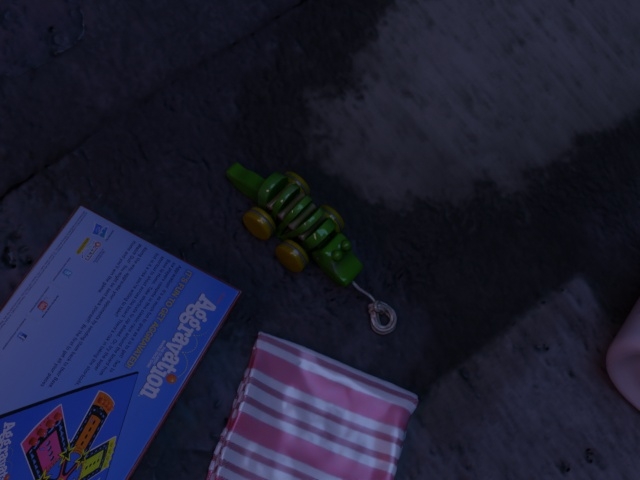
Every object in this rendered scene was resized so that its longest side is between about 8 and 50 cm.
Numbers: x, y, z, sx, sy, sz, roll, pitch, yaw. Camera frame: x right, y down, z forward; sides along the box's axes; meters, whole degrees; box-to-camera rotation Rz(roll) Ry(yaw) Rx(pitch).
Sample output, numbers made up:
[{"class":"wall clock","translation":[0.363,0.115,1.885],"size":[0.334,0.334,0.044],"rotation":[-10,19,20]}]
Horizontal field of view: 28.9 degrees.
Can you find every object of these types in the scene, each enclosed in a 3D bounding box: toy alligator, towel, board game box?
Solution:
[{"class":"toy alligator","translation":[0.000,0.000,0.999],"size":[0.190,0.051,0.056],"rotation":[44,65,0]},{"class":"towel","translation":[-0.011,0.180,0.947],"size":[0.144,0.029,0.197],"rotation":[23,67,-10]},{"class":"board game box","translation":[-0.183,0.110,0.879],"size":[0.145,0.027,0.281],"rotation":[28,55,3]}]

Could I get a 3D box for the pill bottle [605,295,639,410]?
[{"class":"pill bottle","translation":[0.351,0.045,1.053],"size":[0.131,0.131,0.229],"rotation":[39,65,-2]}]
